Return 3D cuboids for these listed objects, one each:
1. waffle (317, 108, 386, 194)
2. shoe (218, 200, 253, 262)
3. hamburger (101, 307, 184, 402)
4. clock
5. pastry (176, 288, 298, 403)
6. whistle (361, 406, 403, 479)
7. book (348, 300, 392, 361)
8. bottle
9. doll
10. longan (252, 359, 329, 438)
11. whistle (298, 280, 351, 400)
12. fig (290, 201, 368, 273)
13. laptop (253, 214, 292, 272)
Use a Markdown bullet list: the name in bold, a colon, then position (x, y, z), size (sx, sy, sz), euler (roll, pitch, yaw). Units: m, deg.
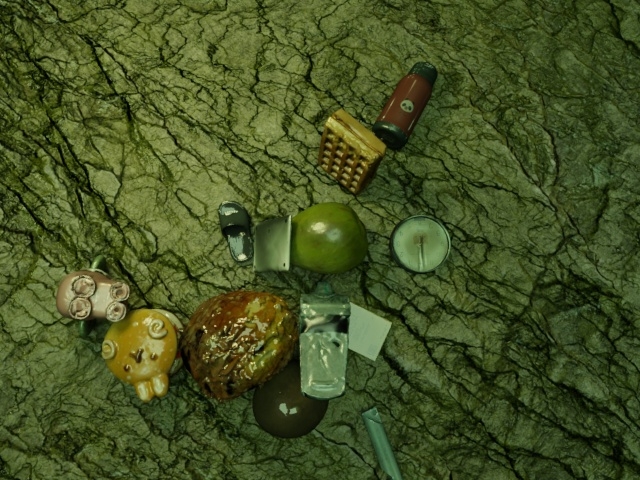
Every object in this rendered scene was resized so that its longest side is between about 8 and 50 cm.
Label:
- **waffle**: position (0.102, -0.296, 1.423), size (0.224, 0.327, 0.098), euler (40, 79, 5)
- **shoe**: position (-0.310, -0.038, 1.500), size (0.108, 0.093, 0.240), euler (-15, 85, -2)
- **hamburger**: position (-0.595, 0.383, 1.393), size (0.261, 0.186, 0.302), euler (-10, 85, -2)
- **clock**: position (0.372, 0.014, 1.529), size (0.226, 0.049, 0.225), euler (0, 81, -1)
- **pastry**: position (-0.274, 0.331, 1.297), size (0.406, 0.337, 0.292), euler (-6, 116, 30)
- **whistle**: position (0.223, 0.742, 1.424), size (0.062, 0.062, 0.311), euler (-20, 83, -4)
- **book**: position (0.126, 0.321, 1.494), size (0.231, 0.026, 0.161), euler (27, 83, 3)
- **bottle**: position (0.334, -0.523, 1.552), size (0.144, 0.144, 0.336), euler (30, 82, 3)
- **doll**: position (-0.761, 0.192, 1.385), size (0.217, 0.268, 0.283), euler (12, 83, -20)
- **longan**: position (-0.094, 0.522, 1.348), size (0.258, 0.258, 0.257), euler (0, 83, -1)
- **whistle**: position (0.013, 0.307, 1.326), size (0.168, 0.404, 0.188), euler (1, 117, 0)
- **fig**: position (0.000, 0.000, 1.425), size (0.327, 0.258, 0.257), euler (-10, 83, 8)
- **laptop**: position (-0.173, 0.017, 1.425), size (0.015, 0.269, 0.187), euler (6, 82, -34)
